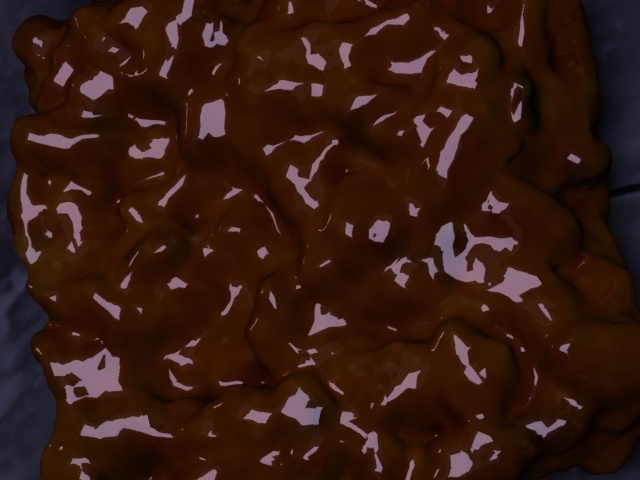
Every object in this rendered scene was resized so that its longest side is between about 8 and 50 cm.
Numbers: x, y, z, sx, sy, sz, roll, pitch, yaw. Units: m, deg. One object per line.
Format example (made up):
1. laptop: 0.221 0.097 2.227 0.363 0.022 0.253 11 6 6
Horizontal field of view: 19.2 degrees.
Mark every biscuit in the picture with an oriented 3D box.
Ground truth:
1. biscuit: 0.000 0.000 0.954 0.318 0.110 0.312 -13 78 16
